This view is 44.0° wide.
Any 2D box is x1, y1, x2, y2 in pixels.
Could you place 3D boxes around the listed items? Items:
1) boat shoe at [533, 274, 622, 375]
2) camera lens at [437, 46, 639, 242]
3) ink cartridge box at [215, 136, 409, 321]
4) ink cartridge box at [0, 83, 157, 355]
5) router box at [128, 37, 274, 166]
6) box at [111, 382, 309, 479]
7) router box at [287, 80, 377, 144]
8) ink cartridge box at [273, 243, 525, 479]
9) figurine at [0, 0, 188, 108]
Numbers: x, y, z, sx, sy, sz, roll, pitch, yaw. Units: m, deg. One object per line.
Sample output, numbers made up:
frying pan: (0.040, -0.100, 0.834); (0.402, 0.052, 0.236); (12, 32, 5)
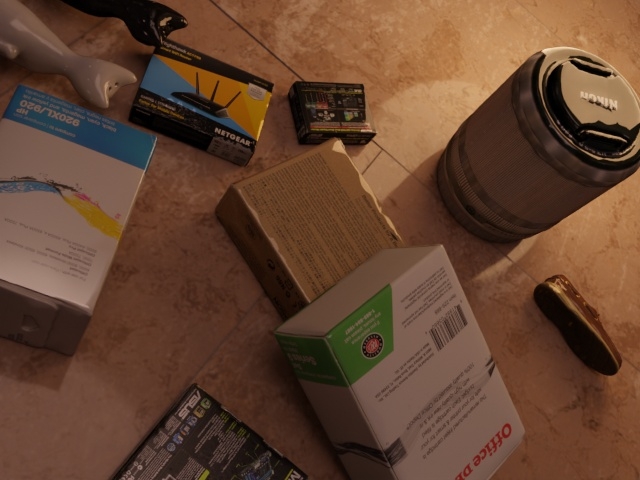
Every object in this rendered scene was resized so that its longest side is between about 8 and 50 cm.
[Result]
boat shoe: (0.411, 0.128, 1.235); (0.060, 0.064, 0.178); (-32, 80, -31)
camera lens: (0.330, -0.138, 1.197); (0.219, 0.274, 0.219); (10, 62, -20)
ink cartridge box: (0.000, 0.000, 1.092); (0.193, 0.088, 0.234); (-27, 79, -33)
ink cartridge box: (-0.314, -0.016, 0.907); (0.168, 0.171, 0.232); (21, 59, -14)
router box: (-0.168, -0.199, 1.134); (0.179, 0.046, 0.133); (21, 59, -15)
box: (-0.137, 0.294, 0.917); (0.184, 0.045, 0.190); (41, 57, -4)
router box: (0.018, -0.196, 1.223); (0.122, 0.038, 0.092); (-3, 67, -25)
ink cartridge box: (0.105, 0.181, 0.980); (0.211, 0.121, 0.289); (-34, 107, -32)
figurine: (-0.317, -0.283, 1.061); (0.209, 0.092, 0.215); (29, 58, 1)
